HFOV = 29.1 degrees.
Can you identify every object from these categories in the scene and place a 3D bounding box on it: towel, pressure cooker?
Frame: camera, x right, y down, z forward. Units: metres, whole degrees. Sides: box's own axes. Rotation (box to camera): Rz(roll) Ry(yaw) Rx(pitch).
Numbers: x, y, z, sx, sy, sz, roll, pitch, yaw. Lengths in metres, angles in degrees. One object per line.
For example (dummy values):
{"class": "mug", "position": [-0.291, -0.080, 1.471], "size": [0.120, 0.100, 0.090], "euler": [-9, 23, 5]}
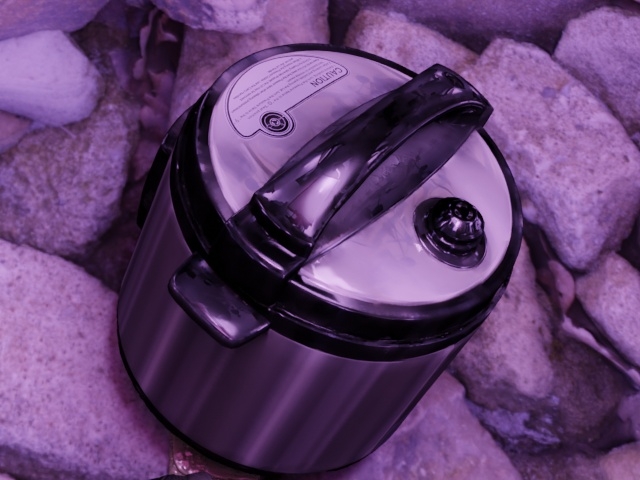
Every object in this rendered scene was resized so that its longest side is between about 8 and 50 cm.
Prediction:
{"class": "towel", "position": [-0.117, 0.199, 1.380], "size": [0.110, 0.027, 0.148], "euler": [5, 61, -16]}
{"class": "pressure cooker", "position": [0.005, 0.003, 1.277], "size": [0.376, 0.420, 0.369], "euler": [10, 52, -17]}

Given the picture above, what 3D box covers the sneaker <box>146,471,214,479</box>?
{"class": "sneaker", "position": [-0.165, 0.346, 1.250], "size": [0.130, 0.087, 0.227], "euler": [0, 59, -16]}
